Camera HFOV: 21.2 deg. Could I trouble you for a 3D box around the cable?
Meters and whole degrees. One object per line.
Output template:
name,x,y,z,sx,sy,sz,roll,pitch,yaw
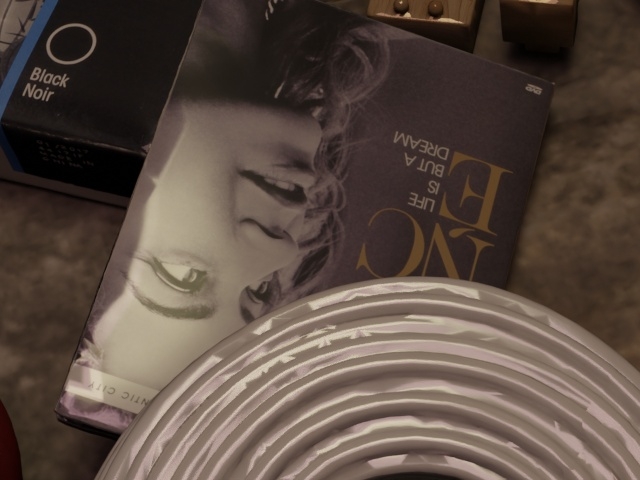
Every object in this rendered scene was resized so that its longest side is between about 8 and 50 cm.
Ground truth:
cable,0.029,0.138,0.619,0.257,0.089,0.257,-25,72,-10

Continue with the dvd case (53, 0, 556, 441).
dvd case,0.000,0.000,0.732,0.164,0.018,0.221,19,66,-4

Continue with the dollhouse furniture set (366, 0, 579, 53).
dollhouse furniture set,0.105,-0.175,0.787,0.151,0.123,0.144,8,62,13

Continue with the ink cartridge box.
ink cartridge box,-0.092,-0.178,0.856,0.165,0.065,0.333,12,62,16

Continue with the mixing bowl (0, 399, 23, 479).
mixing bowl,-0.186,0.098,0.676,0.181,0.098,0.181,-1,87,20
